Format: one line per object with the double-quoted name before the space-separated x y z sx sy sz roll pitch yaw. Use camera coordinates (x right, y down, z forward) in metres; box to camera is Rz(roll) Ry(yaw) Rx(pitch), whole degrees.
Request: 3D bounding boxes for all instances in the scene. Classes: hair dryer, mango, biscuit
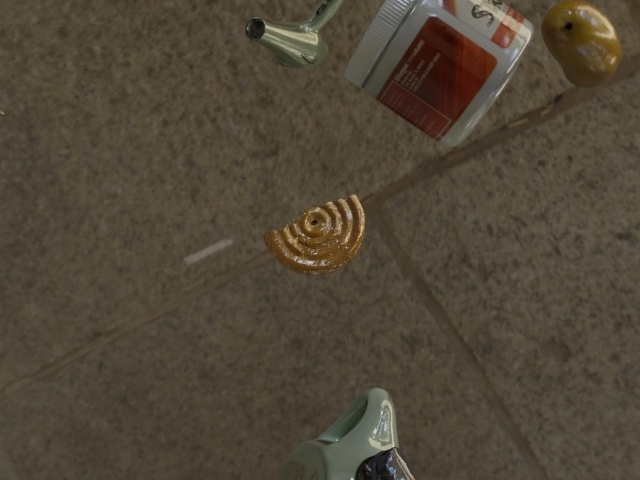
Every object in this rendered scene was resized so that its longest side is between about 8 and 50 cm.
"hair dryer" -0.033 -0.385 1.487 0.088 0.219 0.225 50 132 17
"mango" 0.449 -0.331 1.474 0.136 0.227 0.099 34 87 29
"biscuit" 0.000 0.000 1.814 0.224 0.033 0.145 -22 85 -9

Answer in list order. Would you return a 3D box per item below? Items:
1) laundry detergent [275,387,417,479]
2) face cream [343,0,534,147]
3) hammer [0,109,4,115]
"laundry detergent" 0.029 0.273 0.940 0.105 0.215 0.280 20 140 -11
"face cream" 0.160 -0.255 1.163 0.187 0.201 0.201 34 115 -1
"hammer" -0.682 -0.277 1.612 0.195 0.028 0.060 18 130 5
